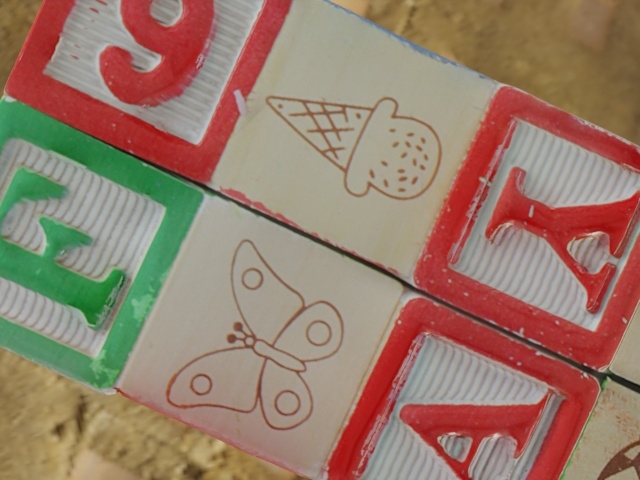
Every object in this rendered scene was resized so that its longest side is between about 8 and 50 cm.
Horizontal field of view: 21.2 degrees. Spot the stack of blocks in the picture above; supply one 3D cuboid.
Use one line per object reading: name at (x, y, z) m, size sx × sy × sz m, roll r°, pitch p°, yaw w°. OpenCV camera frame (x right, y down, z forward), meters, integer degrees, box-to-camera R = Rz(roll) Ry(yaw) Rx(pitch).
stack of blocks at (0.000, 0.000, 0.469) m, size 0.171 × 0.297 × 0.087 m, roll 25°, pitch -90°, yaw -8°
